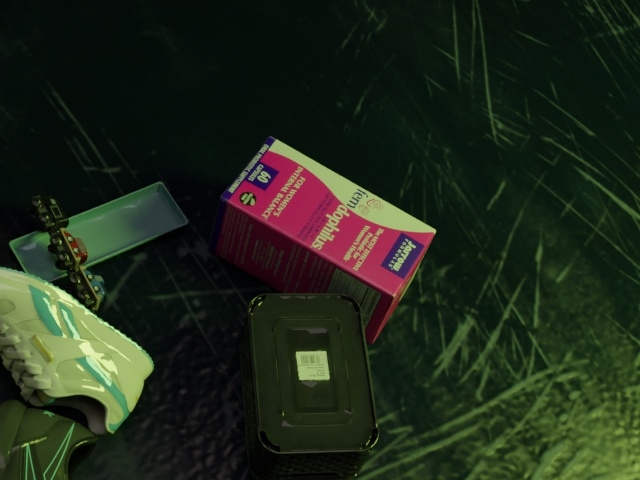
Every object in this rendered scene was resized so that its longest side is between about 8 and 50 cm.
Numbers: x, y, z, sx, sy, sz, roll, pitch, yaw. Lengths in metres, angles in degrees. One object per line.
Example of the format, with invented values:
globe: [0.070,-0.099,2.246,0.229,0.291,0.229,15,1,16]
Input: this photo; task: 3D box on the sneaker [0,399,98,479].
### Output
sneaker: [-0.278,0.272,1.023,0.106,0.101,0.267,14,57,-9]

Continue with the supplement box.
supplement box: [0.000,0.000,1.258,0.220,0.114,0.111,30,55,6]

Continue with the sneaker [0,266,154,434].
sneaker: [-0.273,0.105,1.102,0.228,0.087,0.092,35,55,-21]

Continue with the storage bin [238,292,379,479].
storage bin: [-0.015,0.152,1.170,0.122,0.084,0.180,0,58,-12]

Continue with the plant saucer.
plant saucer: [-0.248,-0.005,1.264,0.192,0.018,0.067,-24,65,-26]

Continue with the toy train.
toy train: [-0.273,0.013,1.221,0.036,0.027,0.158,-15,61,-33]
